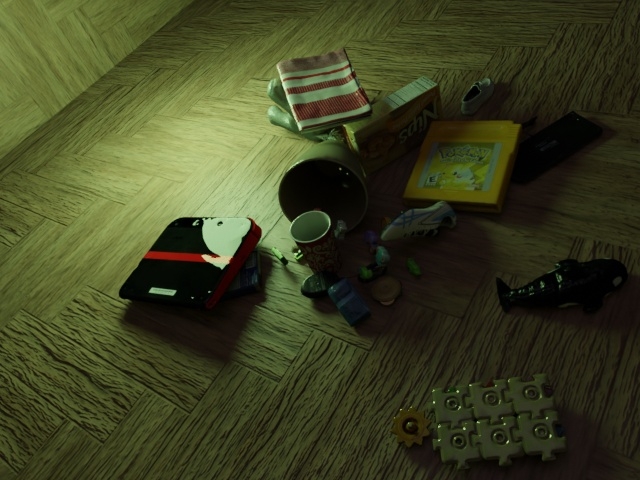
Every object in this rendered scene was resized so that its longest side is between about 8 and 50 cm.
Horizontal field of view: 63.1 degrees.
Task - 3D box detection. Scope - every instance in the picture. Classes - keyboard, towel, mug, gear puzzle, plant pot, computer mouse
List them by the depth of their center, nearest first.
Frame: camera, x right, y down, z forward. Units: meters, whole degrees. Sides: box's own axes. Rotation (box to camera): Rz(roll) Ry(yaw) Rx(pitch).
[{"bbox_3d":[0.313,0.381,1.070,0.339,0.044,0.175,-13,48,14],"label":"gear puzzle"},{"bbox_3d":[0.073,0.158,1.341,0.067,0.029,0.119,-35,66,-2],"label":"towel"},{"bbox_3d":[0.064,0.108,1.410,0.242,0.041,0.071,-14,47,7],"label":"computer mouse"},{"bbox_3d":[0.006,0.004,1.435,0.113,0.169,0.150,20,59,35],"label":"mug"},{"bbox_3d":[0.647,-0.293,1.553,0.317,0.033,0.201,-31,51,-9],"label":"keyboard"},{"bbox_3d":[0.023,-0.192,1.582,0.257,0.256,0.274,-9,32,14],"label":"plant pot"},{"bbox_3d":[0.008,-0.479,1.643,0.237,0.037,0.328,-14,56,-5],"label":"towel"}]

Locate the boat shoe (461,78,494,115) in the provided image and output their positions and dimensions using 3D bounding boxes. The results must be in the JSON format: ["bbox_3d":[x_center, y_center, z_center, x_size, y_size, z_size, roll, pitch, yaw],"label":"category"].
[{"bbox_3d":[0.528,-0.500,1.763,0.066,0.063,0.184,28,64,38],"label":"boat shoe"}]

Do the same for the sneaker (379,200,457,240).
[{"bbox_3d":[0.267,-0.041,1.402,0.238,0.085,0.086,-19,65,-23],"label":"sneaker"}]

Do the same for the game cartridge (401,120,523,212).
[{"bbox_3d":[0.420,-0.229,1.537,0.286,0.052,0.323,7,60,30],"label":"game cartridge"}]

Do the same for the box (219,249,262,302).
[{"bbox_3d":[-0.284,0.117,1.538,0.226,0.036,0.136,-16,46,7],"label":"box"}]

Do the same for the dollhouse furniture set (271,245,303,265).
[{"bbox_3d":[-0.065,0.006,1.522,0.152,0.076,0.058,-41,44,-5],"label":"dollhouse furniture set"}]

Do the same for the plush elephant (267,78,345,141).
[{"bbox_3d":[-0.002,-0.499,1.838,0.330,0.272,0.255,31,78,8],"label":"plush elephant"}]

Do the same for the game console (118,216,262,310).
[{"bbox_3d":[-0.391,0.060,1.586,0.387,0.060,0.341,2,49,32],"label":"game console"}]

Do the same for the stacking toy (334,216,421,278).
[{"bbox_3d":[0.152,0.017,1.398,0.167,0.052,0.221,-4,41,-23],"label":"stacking toy"}]

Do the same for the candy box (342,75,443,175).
[{"bbox_3d":[0.239,-0.365,1.669,0.317,0.182,0.087,-31,47,-8],"label":"candy box"}]

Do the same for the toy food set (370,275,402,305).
[{"bbox_3d":[0.172,0.127,1.363,0.082,0.020,0.083,-43,48,-19],"label":"toy food set"}]

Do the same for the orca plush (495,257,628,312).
[{"bbox_3d":[0.554,0.080,1.200,0.288,0.102,0.151,-3,49,19],"label":"orca plush"}]
